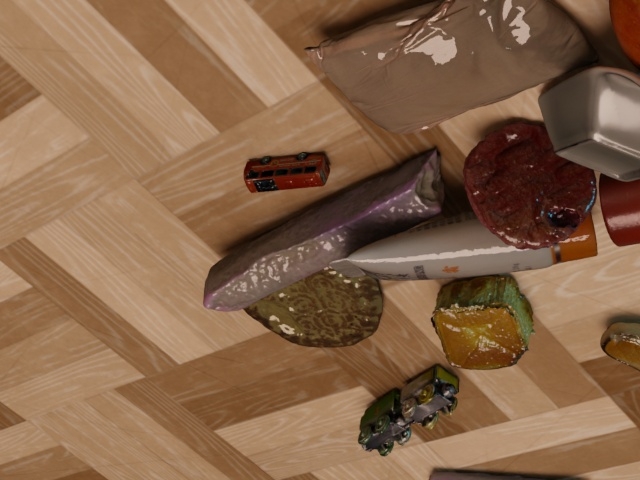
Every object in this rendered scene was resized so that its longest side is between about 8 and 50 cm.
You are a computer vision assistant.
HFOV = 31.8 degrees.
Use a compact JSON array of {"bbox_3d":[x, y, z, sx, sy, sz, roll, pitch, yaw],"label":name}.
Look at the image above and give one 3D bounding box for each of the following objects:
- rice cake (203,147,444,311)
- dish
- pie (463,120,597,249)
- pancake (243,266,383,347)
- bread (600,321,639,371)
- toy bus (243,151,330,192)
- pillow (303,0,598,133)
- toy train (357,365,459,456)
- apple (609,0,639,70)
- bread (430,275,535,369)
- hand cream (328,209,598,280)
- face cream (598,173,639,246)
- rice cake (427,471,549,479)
[{"bbox_3d":[0.000,0.000,1.441,0.399,0.070,0.064,-27,124,32],"label":"rice cake"},{"bbox_3d":[0.314,-0.112,1.149,0.154,0.064,0.234,21,174,-5],"label":"dish"},{"bbox_3d":[0.239,-0.063,1.279,0.154,0.153,0.038,8,171,9],"label":"pie"},{"bbox_3d":[-0.015,0.079,1.587,0.212,0.029,0.235,15,139,1],"label":"pancake"},{"bbox_3d":[0.476,0.159,1.496,0.214,0.053,0.073,21,135,-1],"label":"bread"},{"bbox_3d":[-0.044,-0.083,1.407,0.110,0.043,0.031,-5,135,23],"label":"toy bus"},{"bbox_3d":[0.137,-0.201,1.203,0.270,0.067,0.173,-20,133,34],"label":"pillow"},{"bbox_3d":[0.133,0.257,1.701,0.060,0.081,0.202,34,129,-20],"label":"toy train"},{"bbox_3d":[0.353,-0.223,1.060,0.163,0.139,0.163,1,129,1],"label":"apple"},{"bbox_3d":[0.223,0.113,1.516,0.128,0.069,0.140,-8,130,24],"label":"bread"},{"bbox_3d":[0.168,0.003,1.348,0.314,0.089,0.140,-10,169,14],"label":"hand cream"},{"bbox_3d":[0.427,-0.055,1.244,0.214,0.096,0.096,-11,132,29],"label":"face cream"},{"bbox_3d":[0.301,0.410,1.828,0.270,0.055,0.049,1,132,20],"label":"rice cake"}]
